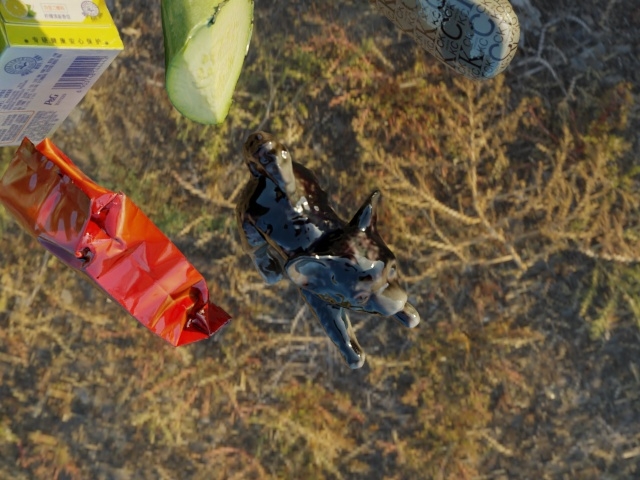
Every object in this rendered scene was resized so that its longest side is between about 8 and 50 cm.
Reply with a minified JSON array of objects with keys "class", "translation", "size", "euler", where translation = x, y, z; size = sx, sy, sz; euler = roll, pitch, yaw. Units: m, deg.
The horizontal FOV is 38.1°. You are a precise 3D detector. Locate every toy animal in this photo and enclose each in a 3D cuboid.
[{"class":"toy animal","translation":[0.000,0.000,1.429],"size":[0.194,0.344,0.302],"euler":[-39,149,-18]}]

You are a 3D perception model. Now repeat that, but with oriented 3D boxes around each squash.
[{"class":"squash","translation":[-0.088,-0.187,0.725],"size":[0.075,0.200,0.090],"euler":[-20,142,10]}]

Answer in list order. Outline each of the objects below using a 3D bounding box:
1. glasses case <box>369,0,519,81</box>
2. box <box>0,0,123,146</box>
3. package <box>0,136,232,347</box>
[{"class":"glasses case","translation":[0.149,-0.376,1.374],"size":[0.354,0.085,0.137],"euler":[45,148,20]},{"class":"box","translation":[-0.404,-0.228,1.238],"size":[0.168,0.097,0.265],"euler":[-10,162,-43]},{"class":"package","translation":[-0.290,0.020,1.348],"size":[0.123,0.196,0.423],"euler":[-49,150,-9]}]
